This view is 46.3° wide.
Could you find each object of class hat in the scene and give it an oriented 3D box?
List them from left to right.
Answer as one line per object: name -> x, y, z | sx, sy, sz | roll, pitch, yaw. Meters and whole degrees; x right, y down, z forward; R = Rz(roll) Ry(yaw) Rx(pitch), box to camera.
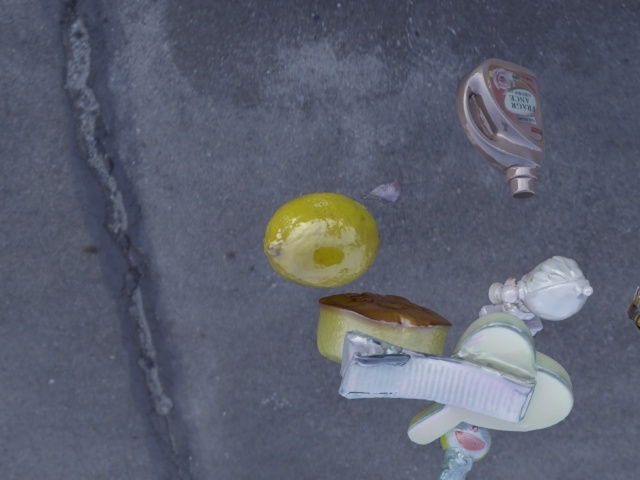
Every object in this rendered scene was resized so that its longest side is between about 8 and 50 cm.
hat -> 0.121, -0.086, 1.443 | 0.058, 0.087, 0.042 | -31, 85, 57

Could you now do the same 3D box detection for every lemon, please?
lemon -> 0.004, 0.000, 1.748 | 0.263, 0.236, 0.236 | 25, 122, -19

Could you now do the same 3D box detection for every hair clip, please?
hair clip -> 0.126, 0.139, 0.706 | 0.219, 0.071, 0.159 | 10, 120, -1

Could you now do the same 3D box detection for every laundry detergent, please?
laundry detergent -> 0.310, -0.195, 1.302 | 0.171, 0.237, 0.076 | 10, 160, -26

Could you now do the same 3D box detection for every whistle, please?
whistle -> 0.324, 0.490, 1.720 | 0.123, 0.223, 0.123 | 19, 148, 12

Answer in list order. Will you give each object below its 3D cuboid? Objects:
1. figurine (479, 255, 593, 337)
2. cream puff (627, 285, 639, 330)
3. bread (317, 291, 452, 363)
figurine -> 0.440, 0.116, 1.519 | 0.182, 0.144, 0.256 | 18, 150, -13
cream puff -> 0.647, 0.119, 1.418 | 0.104, 0.119, 0.133 | 40, 130, 20
bread -> 0.121, 0.180, 1.480 | 0.270, 0.270, 0.148 | 9, 89, -3
